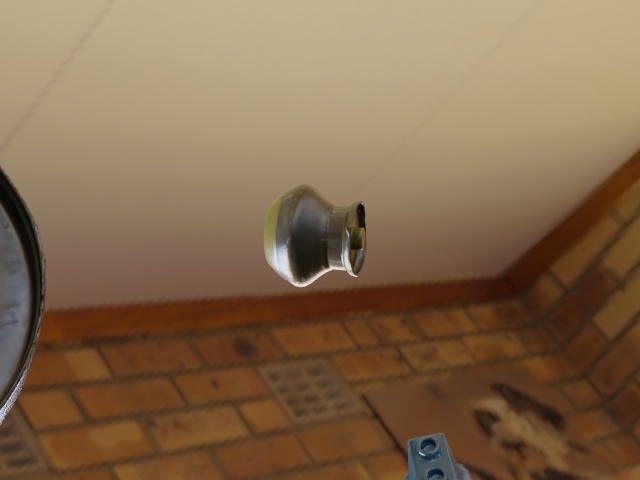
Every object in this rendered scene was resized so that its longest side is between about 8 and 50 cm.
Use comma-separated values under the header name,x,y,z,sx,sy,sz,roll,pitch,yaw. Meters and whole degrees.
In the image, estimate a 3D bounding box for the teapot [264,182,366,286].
name,x,y,z,sx,sy,sz,roll,pitch,yaw
teapot,0.000,0.000,1.891,0.119,0.130,0.166,4,-18,14

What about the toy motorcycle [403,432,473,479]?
name,x,y,z,sx,sy,sz,roll,pitch,yaw
toy motorcycle,0.172,0.406,1.801,0.172,0.416,0.232,-10,-46,2

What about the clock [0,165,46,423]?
name,x,y,z,sx,sy,sz,roll,pitch,yaw
clock,-0.347,0.041,1.035,0.312,0.313,0.061,-26,-17,-21
